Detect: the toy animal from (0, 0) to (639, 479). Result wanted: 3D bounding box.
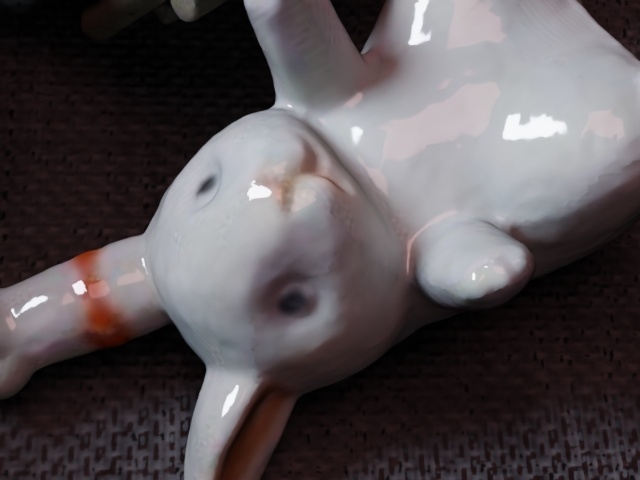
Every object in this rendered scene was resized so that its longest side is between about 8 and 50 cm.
[{"bbox_3d":[0.007,-0.010,0.553,0.282,0.138,0.140,-29,69,-20],"label":"toy animal"}]

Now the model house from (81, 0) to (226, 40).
[{"bbox_3d":[-0.053,-0.168,0.636,0.229,0.188,0.122,-45,110,-39],"label":"model house"}]
